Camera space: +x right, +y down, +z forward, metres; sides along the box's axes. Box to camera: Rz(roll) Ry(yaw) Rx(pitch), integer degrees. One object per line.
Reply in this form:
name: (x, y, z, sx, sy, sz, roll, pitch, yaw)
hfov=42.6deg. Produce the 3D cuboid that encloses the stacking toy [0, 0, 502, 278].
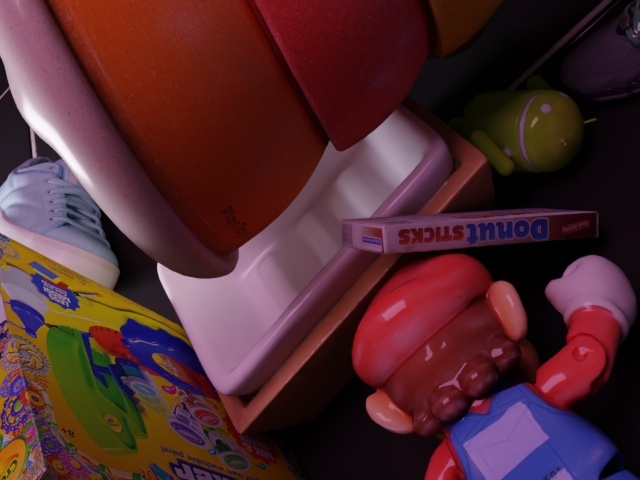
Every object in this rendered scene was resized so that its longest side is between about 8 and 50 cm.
stacking toy: (0.025, -0.216, 0.599, 0.479, 0.351, 0.351, -26, 45, 3)

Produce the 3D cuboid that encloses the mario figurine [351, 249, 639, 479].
mario figurine: (0.142, 0.135, 0.527, 0.198, 0.170, 0.320, -17, 49, -19)

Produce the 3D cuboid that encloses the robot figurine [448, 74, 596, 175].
robot figurine: (0.162, -0.089, 0.667, 0.101, 0.067, 0.115, -40, 31, -30)

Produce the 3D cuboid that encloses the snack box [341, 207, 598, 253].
snack box: (0.108, -0.009, 0.585, 0.064, 0.178, 0.022, -171, 78, -65)

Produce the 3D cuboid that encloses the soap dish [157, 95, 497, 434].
soap dish: (0.000, 0.000, 0.728, 0.291, 0.118, 0.229, -49, 40, 8)

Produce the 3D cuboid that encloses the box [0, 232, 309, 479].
box: (-0.172, 0.182, 0.641, 0.177, 0.290, 0.279, -49, 41, 7)

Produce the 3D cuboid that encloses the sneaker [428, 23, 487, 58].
sneaker: (0.011, -0.242, 0.793, 0.131, 0.296, 0.112, -83, 6, -63)

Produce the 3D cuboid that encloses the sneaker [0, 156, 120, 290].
sneaker: (-0.350, -0.043, 1.090, 0.366, 0.135, 0.150, 24, 85, 49)

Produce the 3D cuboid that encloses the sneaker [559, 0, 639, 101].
sneaker: (0.269, -0.187, 0.604, 0.223, 0.098, 0.083, -26, 48, 30)
